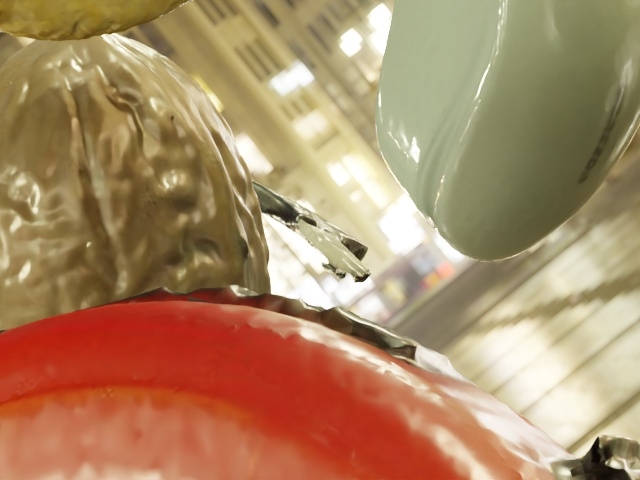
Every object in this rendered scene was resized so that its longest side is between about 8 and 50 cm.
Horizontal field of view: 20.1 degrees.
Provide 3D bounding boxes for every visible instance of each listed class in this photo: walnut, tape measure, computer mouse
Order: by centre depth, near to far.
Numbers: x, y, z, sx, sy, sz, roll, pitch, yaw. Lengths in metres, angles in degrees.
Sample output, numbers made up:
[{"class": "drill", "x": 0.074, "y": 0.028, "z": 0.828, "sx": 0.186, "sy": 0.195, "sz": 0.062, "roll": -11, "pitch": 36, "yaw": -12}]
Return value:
[{"class": "tape measure", "x": -0.017, "y": 0.139, "z": 0.373, "sx": 0.253, "sy": 0.260, "sz": 0.114, "roll": -5, "pitch": -16, "yaw": 21}, {"class": "computer mouse", "x": 0.093, "y": -0.103, "z": 0.699, "sx": 0.128, "sy": 0.079, "sz": 0.231, "roll": -3, "pitch": -72, "yaw": -54}, {"class": "walnut", "x": -0.110, "y": 0.001, "z": 0.908, "sx": 0.178, "sy": 0.230, "sz": 0.178, "roll": -4, "pitch": 16, "yaw": 1}]

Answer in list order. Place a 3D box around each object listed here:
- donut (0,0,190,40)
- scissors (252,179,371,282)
[{"class": "donut", "x": -0.126, "y": -0.156, "z": 0.729, "sx": 0.141, "sy": 0.085, "sz": 0.217, "roll": -35, "pitch": -45, "yaw": -11}, {"class": "scissors", "x": 0.000, "y": 0.000, "z": 1.153, "sx": 0.022, "sy": 0.109, "sz": 0.300, "roll": -60, "pitch": 13, "yaw": 4}]
